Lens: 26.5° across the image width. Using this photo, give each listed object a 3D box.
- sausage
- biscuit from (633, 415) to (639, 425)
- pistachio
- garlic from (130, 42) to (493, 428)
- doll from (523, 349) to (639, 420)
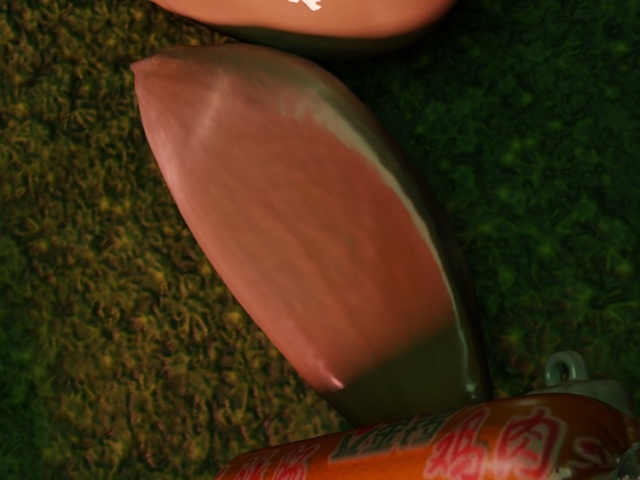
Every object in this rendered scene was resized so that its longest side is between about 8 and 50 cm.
[{"bbox_3d":[0.057,0.135,0.705,0.312,0.093,0.093,-22,69,51],"label":"sausage"},{"bbox_3d":[0.247,0.166,0.632,0.254,0.035,0.254,-6,74,23],"label":"biscuit"},{"bbox_3d":[-0.029,-0.214,0.843,0.299,0.187,0.187,14,83,22],"label":"pistachio"},{"bbox_3d":[0.006,-0.007,0.825,0.143,0.112,0.318,-43,69,23],"label":"garlic"},{"bbox_3d":[0.164,0.203,0.741,0.138,0.119,0.293,-29,68,55],"label":"doll"}]
